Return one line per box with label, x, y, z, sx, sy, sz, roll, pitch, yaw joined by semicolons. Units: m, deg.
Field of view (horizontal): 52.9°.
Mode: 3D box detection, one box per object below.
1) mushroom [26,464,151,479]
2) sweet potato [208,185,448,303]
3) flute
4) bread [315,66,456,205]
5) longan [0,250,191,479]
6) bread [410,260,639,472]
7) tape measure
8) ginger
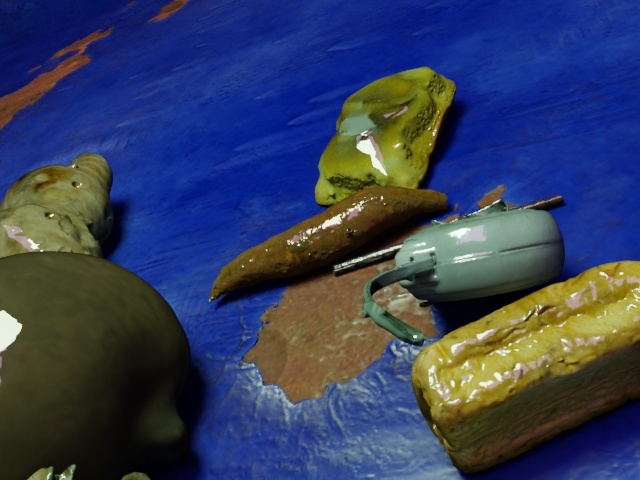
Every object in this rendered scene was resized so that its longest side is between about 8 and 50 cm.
mushroom;-0.198;0.302;0.459;0.267;0.164;0.189;-34;42;-13
sweet potato;0.000;0.000;0.766;0.314;0.066;0.072;-26;4;5
flute;0.138;-0.005;0.728;0.269;0.014;0.014;-18;38;12
bread;0.084;-0.149;0.869;0.160;0.088;0.233;6;51;30
longan;-0.264;0.140;0.630;0.300;0.243;0.300;5;49;-6
bread;0.177;0.098;0.507;0.210;0.114;0.083;-23;35;3
tape measure;0.120;0.013;0.517;0.163;0.084;0.330;-18;-5;13
ginger;-0.406;0.003;0.929;0.256;0.176;0.375;-28;34;26
